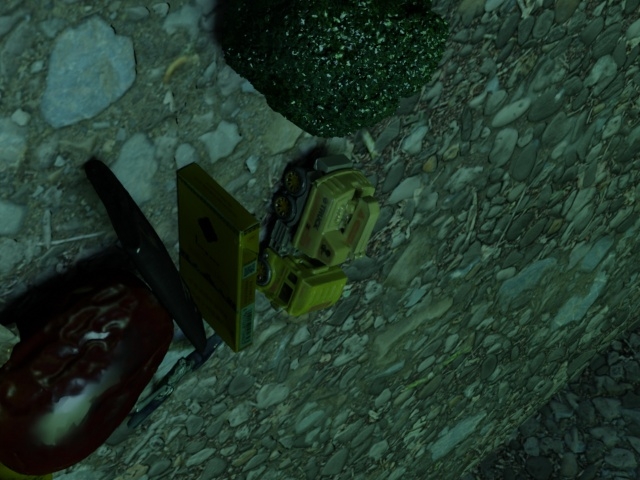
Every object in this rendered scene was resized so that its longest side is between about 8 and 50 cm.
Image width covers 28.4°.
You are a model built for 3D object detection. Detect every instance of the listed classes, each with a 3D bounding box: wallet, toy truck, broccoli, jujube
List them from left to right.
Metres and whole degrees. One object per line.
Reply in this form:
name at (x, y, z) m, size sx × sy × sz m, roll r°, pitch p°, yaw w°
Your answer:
jujube at (-0.356, 0.185, 1.795) m, size 0.318 × 0.223 × 0.223 m, roll -46°, pitch 151°, yaw -16°
wallet at (-0.232, 0.025, 1.774) m, size 0.044 × 0.170 × 0.321 m, roll -30°, pitch 148°, yaw -2°
toy truck at (0.000, 0.000, 2.044) m, size 0.124 × 0.157 × 0.272 m, roll -12°, pitch 135°, yaw -44°
broccoli at (0.016, -0.280, 1.658) m, size 0.275 × 0.308 × 0.308 m, roll -71°, pitch -174°, yaw -62°

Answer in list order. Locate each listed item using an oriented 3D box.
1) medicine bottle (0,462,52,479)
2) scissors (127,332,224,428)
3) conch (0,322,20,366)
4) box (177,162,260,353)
medicine bottle at (-0.482, 0.411, 2.016) m, size 0.111 × 0.076 × 0.309 m, roll -12°, pitch 138°, yaw -22°
scissors at (-0.232, 0.219, 1.982) m, size 0.256 × 0.029 × 0.383 m, roll -45°, pitch 179°, yaw -1°
conch at (-0.513, 0.165, 1.581) m, size 0.263 × 0.186 × 0.324 m, roll -9°, pitch 142°, yaw -47°
box at (-0.155, 0.031, 1.891) m, size 0.041 × 0.153 × 0.279 m, roll -28°, pitch 145°, yaw -28°
